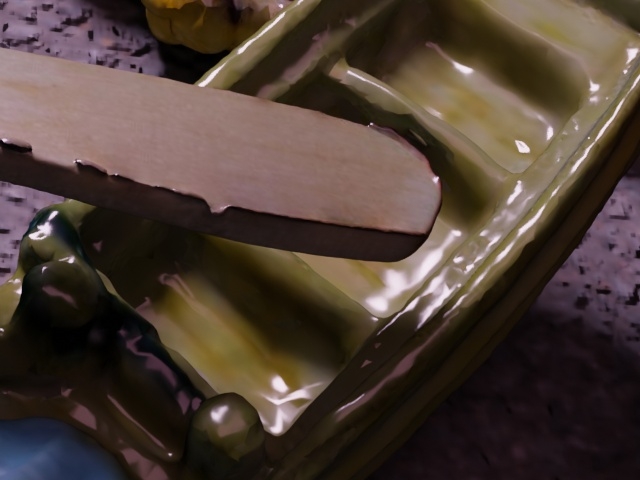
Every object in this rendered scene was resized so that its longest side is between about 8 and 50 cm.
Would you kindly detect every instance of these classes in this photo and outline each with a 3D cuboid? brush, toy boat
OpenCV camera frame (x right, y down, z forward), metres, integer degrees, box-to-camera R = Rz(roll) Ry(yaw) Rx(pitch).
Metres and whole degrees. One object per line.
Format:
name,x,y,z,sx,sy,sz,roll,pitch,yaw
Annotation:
brush,-0.125,-0.039,0.449,0.336,0.020,0.085,12,43,-19
toy boat,-0.002,0.004,0.551,0.111,0.084,0.276,36,60,14

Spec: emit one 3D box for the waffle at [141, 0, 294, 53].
waffle,0.024,-0.162,0.735,0.329,0.062,0.329,8,56,-13
